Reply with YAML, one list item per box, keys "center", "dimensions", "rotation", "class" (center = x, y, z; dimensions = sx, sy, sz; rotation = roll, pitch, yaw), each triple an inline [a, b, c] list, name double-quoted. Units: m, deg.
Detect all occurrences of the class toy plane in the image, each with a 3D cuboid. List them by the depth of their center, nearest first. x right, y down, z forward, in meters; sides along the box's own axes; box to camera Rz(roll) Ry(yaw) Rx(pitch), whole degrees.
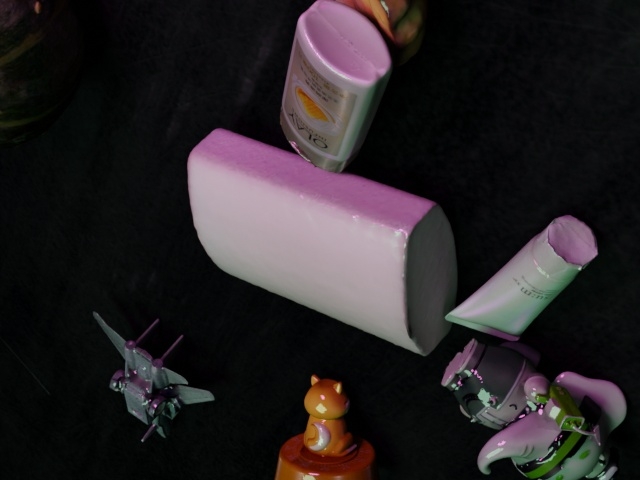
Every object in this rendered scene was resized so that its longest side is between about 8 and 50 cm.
- center: [-0.234, 0.219, 1.781]
  dimensions: [0.212, 0.088, 0.267]
  rotation: [32, 145, 19]
  class: "toy plane"

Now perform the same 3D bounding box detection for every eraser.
- center: [0.000, 0.000, 1.287]
  dimensions: [0.270, 0.095, 0.174]
  rotation: [20, 139, 31]
  class: "eraser"

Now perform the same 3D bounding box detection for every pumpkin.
- center: [-0.381, -0.234, 1.345]
  dimensions: [0.300, 0.207, 0.300]
  rotation: [18, 143, 14]
  class: "pumpkin"

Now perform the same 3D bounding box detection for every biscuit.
- center: [0.036, -0.221, 1.032]
  dimensions: [0.183, 0.061, 0.118]
  rotation: [56, 166, -19]
  class: "biscuit"

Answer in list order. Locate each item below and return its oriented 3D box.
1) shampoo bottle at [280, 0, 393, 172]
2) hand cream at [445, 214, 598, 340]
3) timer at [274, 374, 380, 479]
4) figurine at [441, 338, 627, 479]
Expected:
- center: [0.009, -0.127, 1.113]
  dimensions: [0.086, 0.056, 0.227]
  rotation: [46, 166, 6]
  class: "shampoo bottle"
- center: [0.185, 0.043, 1.178]
  dimensions: [0.078, 0.050, 0.205]
  rotation: [16, 150, -10]
  class: "hand cream"
- center: [0.009, 0.234, 1.539]
  dimensions: [0.132, 0.132, 0.152]
  rotation: [15, 113, 37]
  class: "timer"
- center: [0.208, 0.172, 1.238]
  dimensions: [0.192, 0.126, 0.147]
  rotation: [34, 128, -5]
  class: "figurine"
